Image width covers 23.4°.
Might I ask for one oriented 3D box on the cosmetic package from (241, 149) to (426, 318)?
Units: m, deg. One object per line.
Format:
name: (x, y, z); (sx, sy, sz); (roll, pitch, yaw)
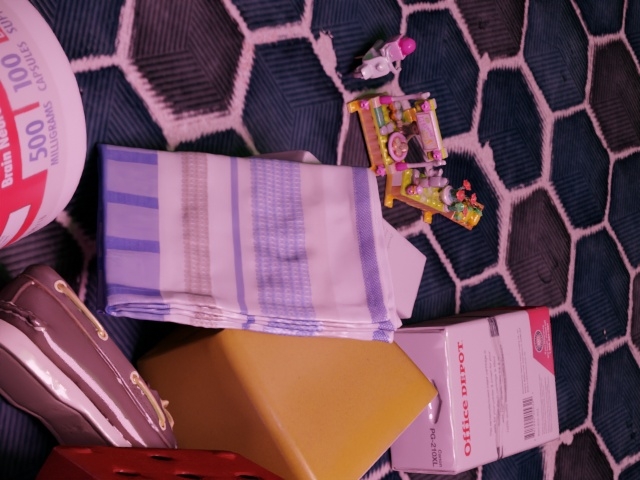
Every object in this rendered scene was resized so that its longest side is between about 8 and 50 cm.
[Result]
cosmetic package: (0.000, 0.000, 1.653); (0.231, 0.117, 0.085); (39, 58, -43)

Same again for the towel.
towel: (-0.070, -0.003, 1.461); (0.285, 0.034, 0.209); (5, 52, -14)

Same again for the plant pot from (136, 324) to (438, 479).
plant pot: (-0.053, 0.147, 1.522); (0.212, 0.212, 0.187); (-41, 104, -44)

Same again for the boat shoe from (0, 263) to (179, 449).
boat shoe: (-0.190, 0.161, 1.415); (0.324, 0.116, 0.097); (52, 53, -27)

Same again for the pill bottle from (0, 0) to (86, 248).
pill bottle: (-0.383, -0.046, 1.106); (0.407, 0.229, 0.229); (-31, 111, -47)

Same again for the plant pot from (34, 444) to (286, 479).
plant pot: (-0.128, 0.304, 1.273); (0.267, 0.267, 0.236); (6, 95, -31)

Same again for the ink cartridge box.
ink cartridge box: (0.184, 0.177, 1.871); (0.237, 0.100, 0.172); (-7, 92, -51)

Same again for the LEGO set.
LEGO set: (0.133, -0.101, 1.827); (0.132, 0.107, 0.287); (-55, 127, -37)
